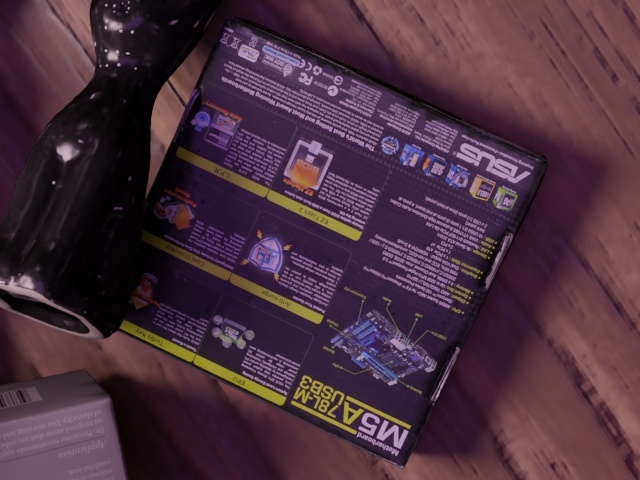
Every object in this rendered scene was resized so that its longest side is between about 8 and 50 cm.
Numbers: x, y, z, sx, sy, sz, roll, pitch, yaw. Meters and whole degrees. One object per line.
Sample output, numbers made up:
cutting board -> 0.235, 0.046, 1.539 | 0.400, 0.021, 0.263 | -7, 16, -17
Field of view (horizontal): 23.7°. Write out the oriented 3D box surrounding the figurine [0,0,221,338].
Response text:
figurine -> -0.172, -0.078, 0.802 | 0.214, 0.092, 0.210 | 16, 75, 14

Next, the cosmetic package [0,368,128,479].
cosmetic package -> -0.154, 0.201, 0.808 | 0.127, 0.107, 0.238 | -10, 99, -16

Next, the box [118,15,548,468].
box -> 0.000, 0.000, 0.823 | 0.190, 0.045, 0.184 | 24, 100, 4
